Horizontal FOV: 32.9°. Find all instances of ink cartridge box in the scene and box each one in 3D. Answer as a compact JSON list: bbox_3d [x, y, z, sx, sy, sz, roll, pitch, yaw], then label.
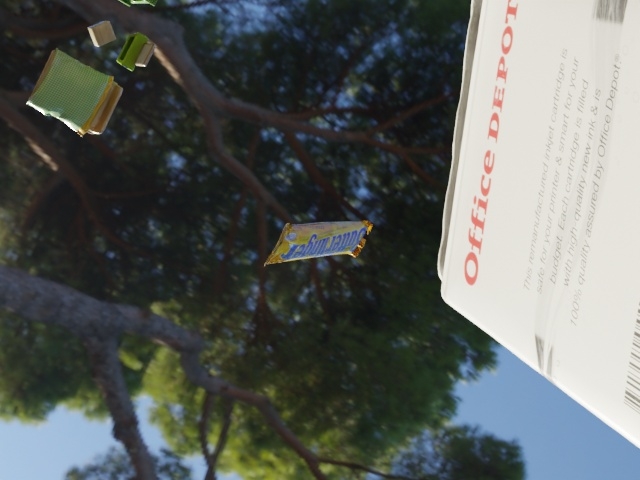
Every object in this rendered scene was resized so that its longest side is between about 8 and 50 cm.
[{"bbox_3d":[0.135,-0.017,0.390,0.218,0.092,0.158,-142,-125,-62],"label":"ink cartridge box"}]

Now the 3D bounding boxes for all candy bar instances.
[{"bbox_3d":[0.000,0.000,0.957,0.018,0.161,0.040,34,-72,25],"label":"candy bar"}]

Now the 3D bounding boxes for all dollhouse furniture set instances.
[{"bbox_3d":[-0.204,-0.174,1.019,0.059,0.076,0.151,18,-98,57],"label":"dollhouse furniture set"}]
